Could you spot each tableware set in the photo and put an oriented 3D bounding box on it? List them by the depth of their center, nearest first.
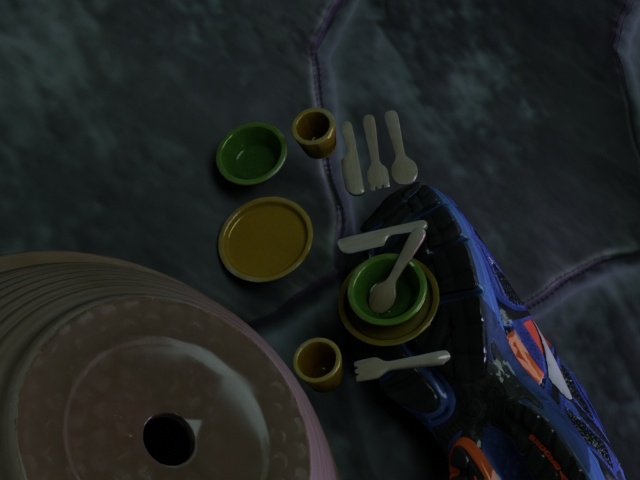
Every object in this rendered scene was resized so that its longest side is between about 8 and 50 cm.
[{"bbox_3d":[0.000,0.000,0.660,0.104,0.024,0.154,-12,60,6],"label":"tableware set"}]

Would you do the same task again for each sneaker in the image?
[{"bbox_3d":[0.083,0.069,0.679,0.087,0.083,0.221,14,46,-55],"label":"sneaker"}]

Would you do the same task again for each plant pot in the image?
[{"bbox_3d":[-0.079,0.095,0.535,0.237,0.110,0.237,15,54,-22],"label":"plant pot"}]
